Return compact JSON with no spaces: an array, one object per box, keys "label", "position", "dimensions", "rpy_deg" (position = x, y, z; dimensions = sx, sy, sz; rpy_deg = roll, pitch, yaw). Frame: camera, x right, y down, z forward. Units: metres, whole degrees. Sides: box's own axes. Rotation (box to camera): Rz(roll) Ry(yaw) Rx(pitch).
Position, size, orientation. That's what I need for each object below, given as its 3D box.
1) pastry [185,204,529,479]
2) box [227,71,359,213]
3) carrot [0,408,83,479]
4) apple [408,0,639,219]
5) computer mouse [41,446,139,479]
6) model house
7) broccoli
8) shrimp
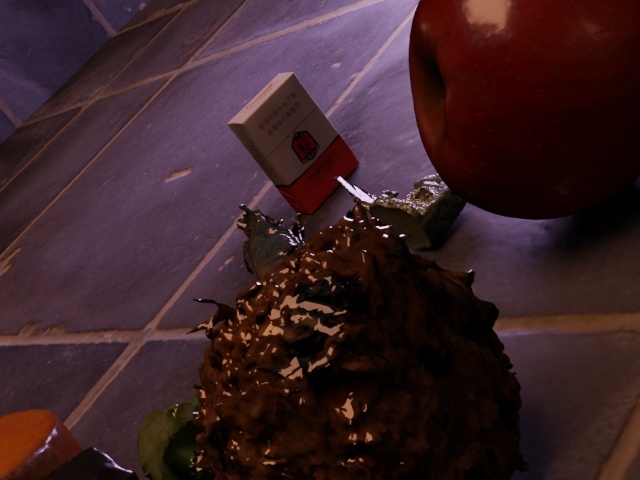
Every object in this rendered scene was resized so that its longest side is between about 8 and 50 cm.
[{"label":"pastry","position":[0.020,0.121,0.839],"dimensions":[0.193,0.275,0.275],"rpy_deg":[-23,27,37]},{"label":"box","position":[-0.032,-0.121,1.480],"dimensions":[0.100,0.152,0.048],"rpy_deg":[-46,27,-18]},{"label":"carrot","position":[-0.368,0.269,1.225],"dimensions":[0.258,0.100,0.307],"rpy_deg":[-27,12,-37]},{"label":"apple","position":[0.197,-0.153,1.081],"dimensions":[0.216,0.260,0.260],"rpy_deg":[-15,22,-8]},{"label":"computer mouse","position":[-0.193,0.285,0.921],"dimensions":[0.100,0.269,0.170],"rpy_deg":[35,61,20]},{"label":"model house","position":[0.107,-0.039,1.236],"dimensions":[0.083,0.066,0.078],"rpy_deg":[-46,26,-22]},{"label":"broccoli","position":[-0.076,0.190,0.979],"dimensions":[0.195,0.156,0.195],"rpy_deg":[-23,61,49]},{"label":"shrimp","position":[-0.004,-0.006,1.338],"dimensions":[0.178,0.075,0.289],"rpy_deg":[-31,22,-4]}]
